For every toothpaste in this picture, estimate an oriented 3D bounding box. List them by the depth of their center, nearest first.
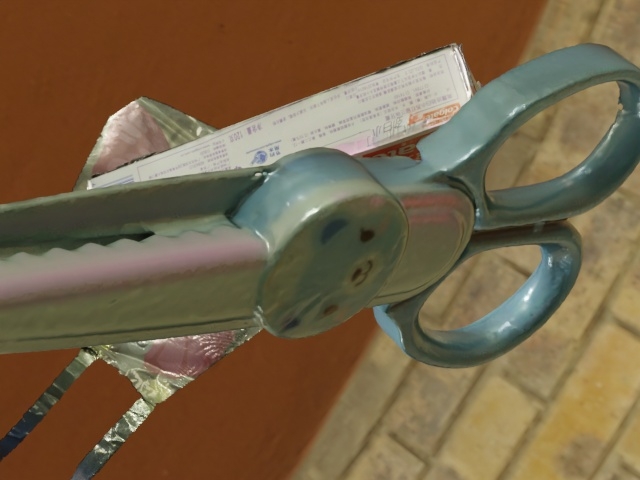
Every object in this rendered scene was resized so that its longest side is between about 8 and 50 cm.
[{"bbox_3d":[-0.015,-0.037,0.662,0.196,0.040,0.047,-19,-27,11],"label":"toothpaste"}]

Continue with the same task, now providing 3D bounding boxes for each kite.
[{"bbox_3d":[-0.154,0.070,0.996,0.360,0.204,0.022,-53,-4,-9],"label":"kite"}]

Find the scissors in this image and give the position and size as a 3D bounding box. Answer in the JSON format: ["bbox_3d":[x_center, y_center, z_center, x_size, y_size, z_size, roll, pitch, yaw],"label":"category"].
[{"bbox_3d":[0.000,0.000,0.406,0.256,0.030,0.125,-7,-48,-40],"label":"scissors"}]
